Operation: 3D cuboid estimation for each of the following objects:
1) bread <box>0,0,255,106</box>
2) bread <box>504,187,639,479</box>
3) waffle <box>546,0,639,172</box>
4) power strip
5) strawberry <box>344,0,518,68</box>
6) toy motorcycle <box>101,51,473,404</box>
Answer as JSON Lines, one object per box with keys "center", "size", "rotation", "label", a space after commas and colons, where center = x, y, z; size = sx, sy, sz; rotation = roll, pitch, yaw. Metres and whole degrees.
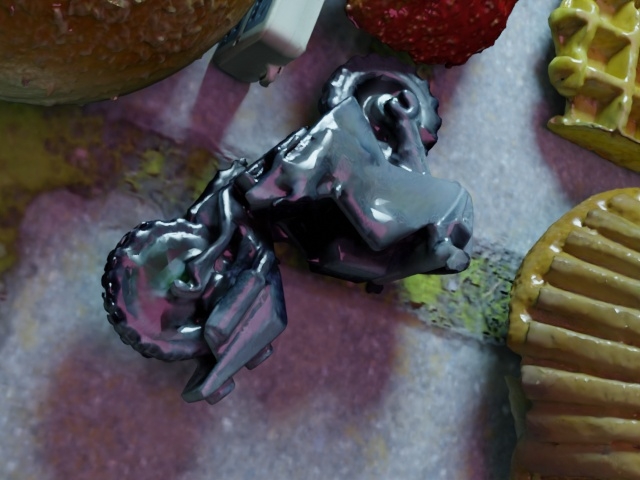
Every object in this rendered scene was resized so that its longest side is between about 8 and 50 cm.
{"center": [-0.141, -0.221, 0.564], "size": [0.305, 0.159, 0.305], "rotation": [3, 83, -29], "label": "bread"}
{"center": [0.250, 0.093, 0.744], "size": [0.274, 0.149, 0.274], "rotation": [2, 87, -33], "label": "bread"}
{"center": [0.280, -0.160, 0.835], "size": [0.229, 0.057, 0.219], "rotation": [22, 75, -23], "label": "waffle"}
{"center": [-0.011, -0.188, 0.671], "size": [0.035, 0.081, 0.192], "rotation": [27, 73, -22], "label": "power strip"}
{"center": [0.080, -0.193, 0.701], "size": [0.187, 0.082, 0.146], "rotation": [-42, 101, -40], "label": "strawberry"}
{"center": [0.000, 0.000, 0.647], "size": [0.270, 0.106, 0.159], "rotation": [-44, 99, -28], "label": "toy motorcycle"}
